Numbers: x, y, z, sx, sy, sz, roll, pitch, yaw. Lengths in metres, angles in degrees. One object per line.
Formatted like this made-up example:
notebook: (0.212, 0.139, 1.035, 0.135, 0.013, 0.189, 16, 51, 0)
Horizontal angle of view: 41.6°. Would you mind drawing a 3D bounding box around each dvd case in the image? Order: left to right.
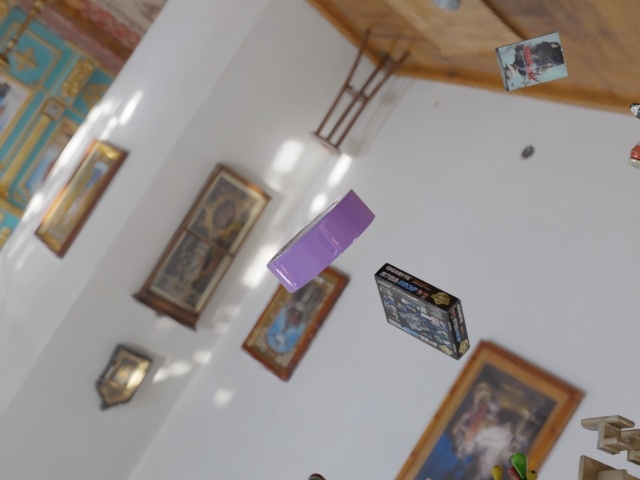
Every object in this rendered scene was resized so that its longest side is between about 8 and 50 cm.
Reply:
dvd case: (0.396, -0.335, 1.580, 0.013, 0.119, 0.087, -49, -55, -57)

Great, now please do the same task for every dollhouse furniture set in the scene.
dollhouse furniture set: (0.512, 0.441, 1.445, 0.242, 0.212, 0.161, 26, 152, -24)

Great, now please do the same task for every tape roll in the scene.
tape roll: (0.000, 0.000, 1.994, 0.090, 0.275, 0.275, 47, 176, -4)

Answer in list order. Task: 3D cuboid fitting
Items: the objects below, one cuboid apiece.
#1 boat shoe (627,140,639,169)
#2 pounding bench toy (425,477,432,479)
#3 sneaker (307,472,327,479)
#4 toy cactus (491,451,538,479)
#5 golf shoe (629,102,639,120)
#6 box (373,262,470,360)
boat shoe: (0.597, -0.154, 1.559, 0.049, 0.043, 0.137, 21, -174, 25)
pounding bench toy: (0.180, 0.452, 1.411, 0.065, 0.083, 0.052, 46, 167, -9)
sneaker: (-0.011, 0.601, 1.850, 0.063, 0.170, 0.075, -5, 168, 21)
toy cactus: (0.370, 0.507, 1.532, 0.180, 0.112, 0.219, 36, -140, -36)
golf shoe: (0.841, -0.363, 2.076, 0.086, 0.186, 0.067, 41, 159, 15)
box: (0.232, 0.162, 1.930, 0.220, 0.051, 0.175, 26, 149, 39)
